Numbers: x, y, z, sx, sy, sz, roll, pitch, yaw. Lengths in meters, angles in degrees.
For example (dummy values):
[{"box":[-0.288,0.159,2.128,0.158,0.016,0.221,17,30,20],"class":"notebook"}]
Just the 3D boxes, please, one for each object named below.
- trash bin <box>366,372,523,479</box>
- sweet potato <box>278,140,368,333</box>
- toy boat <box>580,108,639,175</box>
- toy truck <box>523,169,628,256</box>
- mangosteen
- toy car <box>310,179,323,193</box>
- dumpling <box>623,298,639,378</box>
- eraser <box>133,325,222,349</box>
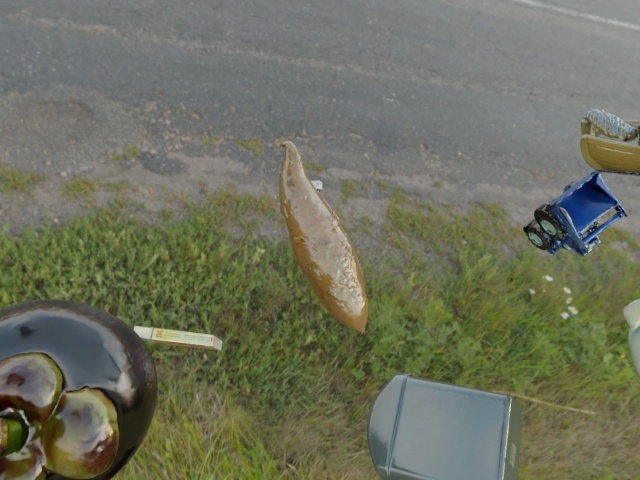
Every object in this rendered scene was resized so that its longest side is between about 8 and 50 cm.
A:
[{"box":[0.193,0.319,0.760,0.236,0.101,0.177,-4,57,37],"class":"trash bin"},{"box":[0.000,0.000,0.464,0.206,0.059,0.068,67,27,-11],"class":"sweet potato"},{"box":[0.581,-0.168,0.720,0.320,0.122,0.089,8,45,30],"class":"toy boat"},{"box":[0.506,-0.039,0.928,0.113,0.208,0.126,-36,67,-3],"class":"toy truck"},{"box":[-0.344,0.201,0.560,0.274,0.302,0.275,1,85,-13],"class":"mangosteen"},{"box":[-0.035,-0.116,1.112,0.093,0.025,0.041,-38,46,-7],"class":"toy car"},{"box":[0.229,0.072,0.291,0.043,0.059,0.077,17,50,-7],"class":"dumpling"},{"box":[-0.418,0.291,1.379,0.230,0.157,0.038,7,73,-1],"class":"eraser"}]
